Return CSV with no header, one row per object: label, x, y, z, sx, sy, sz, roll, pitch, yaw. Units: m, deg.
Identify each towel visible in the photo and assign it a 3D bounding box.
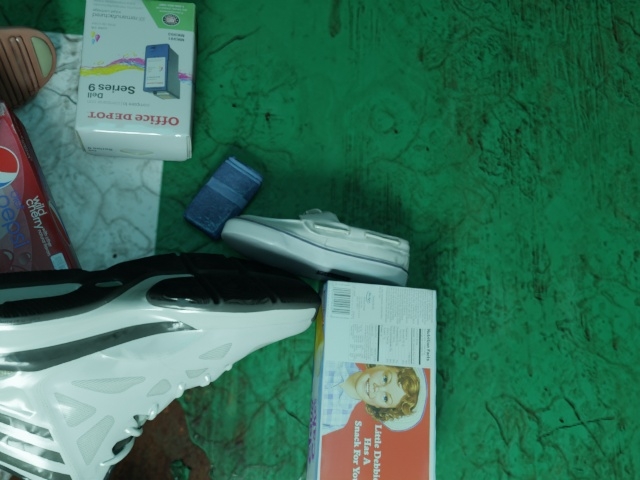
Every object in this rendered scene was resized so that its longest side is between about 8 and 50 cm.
towel,-0.138,-0.061,0.955,0.067,0.029,0.119,35,71,2

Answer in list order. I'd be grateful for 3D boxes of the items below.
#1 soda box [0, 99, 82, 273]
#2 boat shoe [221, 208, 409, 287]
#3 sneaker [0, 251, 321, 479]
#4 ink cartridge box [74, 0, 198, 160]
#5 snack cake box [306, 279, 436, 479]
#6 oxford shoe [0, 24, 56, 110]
soda box,-0.398,-0.046,0.877,0.083,0.092,0.263,-23,79,-11
boat shoe,0.000,0.000,0.926,0.267,0.096,0.088,14,68,-6
sneaker,-0.217,0.164,0.838,0.447,0.169,0.257,-3,111,-29
ink cartridge box,-0.257,-0.230,0.953,0.154,0.093,0.212,3,75,-9
snack cake box,0.069,0.194,0.883,0.152,0.089,0.264,6,73,-9
oxford shoe,-0.558,-0.214,0.882,0.397,0.140,0.146,-27,52,-27
